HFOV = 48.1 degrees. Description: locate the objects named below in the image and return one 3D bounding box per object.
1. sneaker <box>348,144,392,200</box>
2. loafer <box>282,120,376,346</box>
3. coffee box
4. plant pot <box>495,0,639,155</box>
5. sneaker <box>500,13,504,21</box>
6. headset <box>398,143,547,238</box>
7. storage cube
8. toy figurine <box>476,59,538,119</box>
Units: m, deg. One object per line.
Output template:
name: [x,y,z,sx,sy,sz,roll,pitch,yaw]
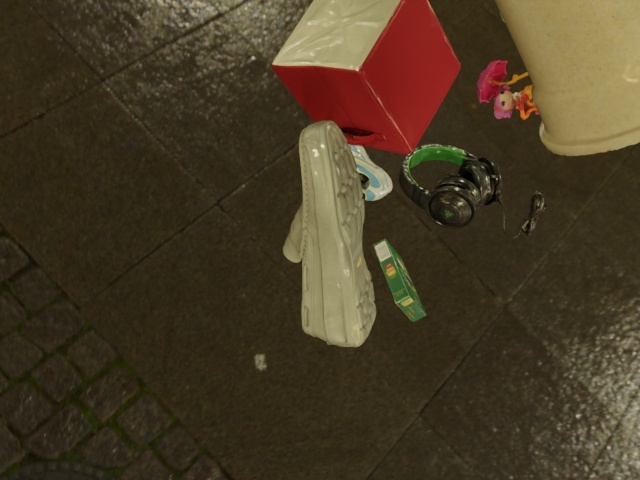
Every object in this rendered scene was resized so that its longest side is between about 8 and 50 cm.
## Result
sneaker: [0.084,-0.183,1.783,0.086,0.085,0.237,-21,47,-23]
loafer: [0.000,0.000,0.949,0.112,0.319,0.112,2,24,20]
coffee box: [0.188,0.095,1.720,0.041,0.113,0.184,-29,51,12]
plant pot: [0.312,-0.313,0.781,0.305,0.334,0.334,51,57,-15]
sneaker: [0.439,-0.632,1.554,0.208,0.318,0.127,2,37,-36]
headset: [0.390,-0.144,1.860,0.394,0.185,0.243,38,52,25]
storage cube: [0.076,-0.279,1.137,0.193,0.184,0.214,46,68,-45]
toy figurine: [0.353,-0.264,1.255,0.130,0.159,0.173,10,73,-54]
